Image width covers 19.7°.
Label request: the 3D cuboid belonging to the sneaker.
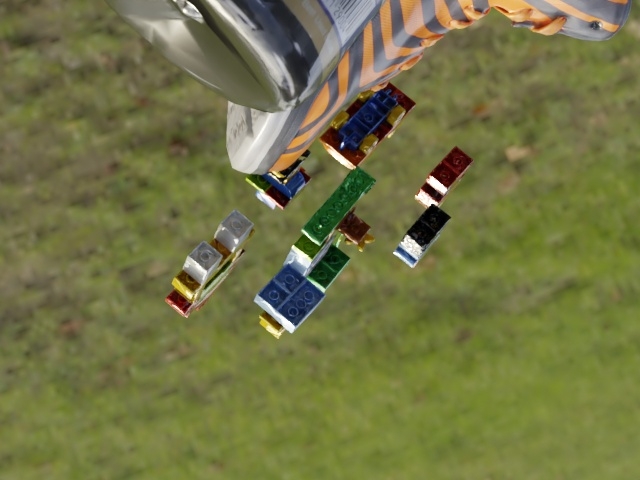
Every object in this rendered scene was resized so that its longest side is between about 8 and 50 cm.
[{"bbox_3d":[0.068,-0.129,1.030,0.180,0.124,0.321,12,143,-20],"label":"sneaker"}]

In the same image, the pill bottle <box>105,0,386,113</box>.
[{"bbox_3d":[0.008,-0.170,0.757,0.219,0.123,0.123,-52,169,-14],"label":"pill bottle"}]

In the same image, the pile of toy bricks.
[{"bbox_3d":[0.000,0.000,1.193,0.212,0.118,0.105,-46,172,-30],"label":"pile of toy bricks"}]
